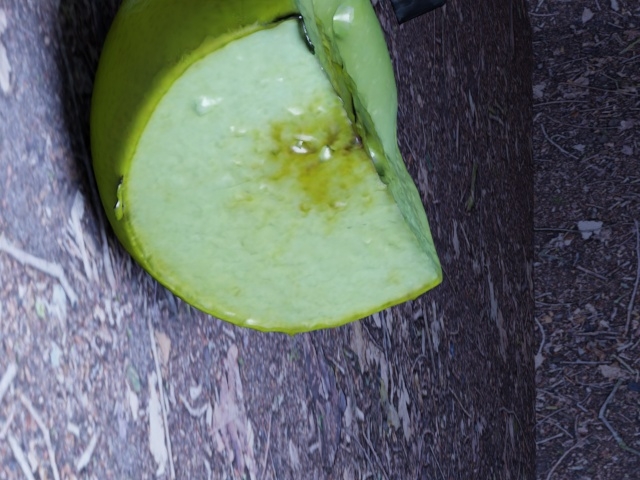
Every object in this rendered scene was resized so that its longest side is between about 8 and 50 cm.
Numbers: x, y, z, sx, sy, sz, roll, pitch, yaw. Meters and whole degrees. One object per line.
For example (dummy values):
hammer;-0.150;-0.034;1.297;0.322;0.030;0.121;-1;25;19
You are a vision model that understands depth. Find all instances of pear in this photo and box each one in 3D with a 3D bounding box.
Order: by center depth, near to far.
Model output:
pear;-0.063;-0.124;1.291;0.342;0.238;0.318;59;14;-44

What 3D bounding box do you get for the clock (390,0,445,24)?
clock;0.077;-0.477;2.122;0.386;0.076;0.386;-18;90;-85
